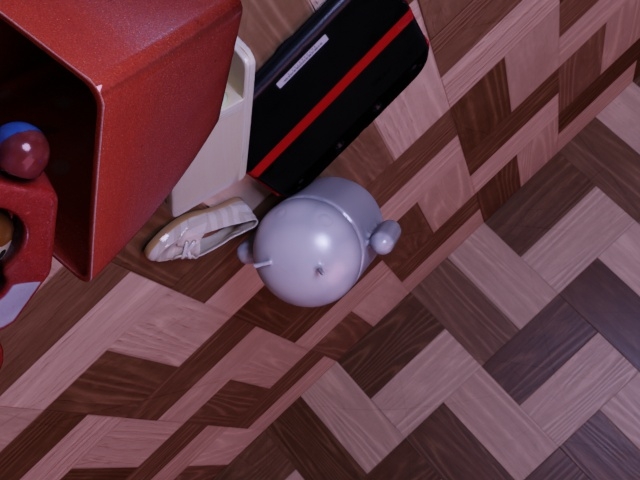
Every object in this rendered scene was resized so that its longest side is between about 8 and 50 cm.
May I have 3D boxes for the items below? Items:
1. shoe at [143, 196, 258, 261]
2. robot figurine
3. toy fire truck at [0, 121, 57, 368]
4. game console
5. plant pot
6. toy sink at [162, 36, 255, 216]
[{"bbox_3d":[-0.200,-0.013,1.499,0.219,0.058,0.076,-28,155,-36],"label":"shoe"},{"bbox_3d":[0.000,0.000,1.619,0.300,0.199,0.353,-7,-166,21],"label":"robot figurine"},{"bbox_3d":[-0.347,-0.005,0.719,0.254,0.169,0.302,-49,146,21],"label":"toy fire truck"},{"bbox_3d":[0.005,-0.250,1.434,0.386,0.060,0.342,-45,155,5],"label":"game console"},{"bbox_3d":[-0.230,-0.174,0.866,0.236,0.267,0.267,-42,164,-37],"label":"plant pot"},{"bbox_3d":[-0.182,-0.167,1.089,0.131,0.153,0.234,-33,159,-26],"label":"toy sink"}]
